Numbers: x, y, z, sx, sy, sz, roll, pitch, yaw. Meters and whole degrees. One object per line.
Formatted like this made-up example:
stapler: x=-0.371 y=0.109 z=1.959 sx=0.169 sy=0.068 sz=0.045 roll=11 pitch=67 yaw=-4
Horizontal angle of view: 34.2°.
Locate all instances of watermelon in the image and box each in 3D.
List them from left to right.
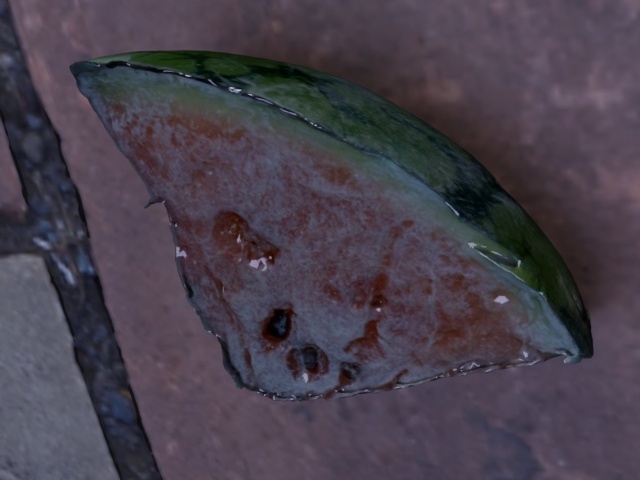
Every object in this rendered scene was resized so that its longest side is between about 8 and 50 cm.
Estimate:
watermelon: x=0.000 y=0.000 z=0.367 sx=0.187 sy=0.071 sz=0.139 roll=31 pitch=132 yaw=2
